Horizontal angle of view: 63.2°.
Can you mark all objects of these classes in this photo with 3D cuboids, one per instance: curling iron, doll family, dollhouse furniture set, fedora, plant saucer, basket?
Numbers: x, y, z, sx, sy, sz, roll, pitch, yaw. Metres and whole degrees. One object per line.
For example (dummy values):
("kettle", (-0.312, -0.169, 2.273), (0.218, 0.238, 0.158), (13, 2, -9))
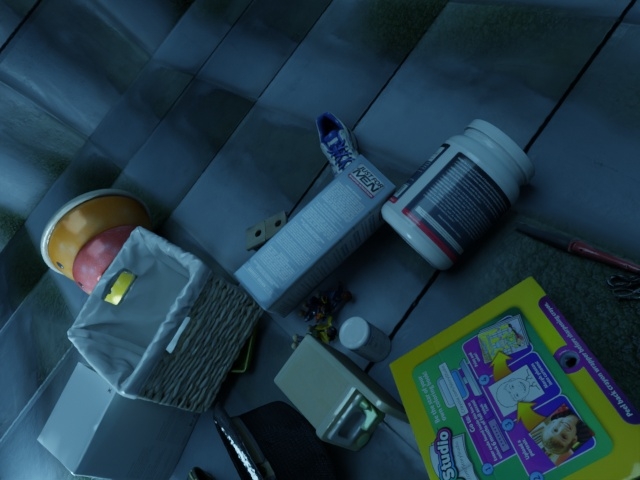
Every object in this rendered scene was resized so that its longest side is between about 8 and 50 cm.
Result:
("curling iron", (0.471, 0.025, 0.959), (0.068, 0.035, 0.274), (-50, 46, 0))
("doll family", (0.007, 0.177, 1.189), (0.111, 0.076, 0.193), (-16, 58, 53))
("dollhouse furniture set", (-0.096, 0.049, 1.309), (0.129, 0.129, 0.184), (-25, 50, 23))
("fedora", (-0.072, 0.434, 1.009), (0.152, 0.334, 0.334), (-26, 41, -22))
("plant saucer", (-0.233, 0.253, 1.347), (0.188, 0.045, 0.188), (-9, 59, 33))
("basket", (-0.367, 0.193, 1.268), (0.331, 0.266, 0.328), (22, 78, 44))

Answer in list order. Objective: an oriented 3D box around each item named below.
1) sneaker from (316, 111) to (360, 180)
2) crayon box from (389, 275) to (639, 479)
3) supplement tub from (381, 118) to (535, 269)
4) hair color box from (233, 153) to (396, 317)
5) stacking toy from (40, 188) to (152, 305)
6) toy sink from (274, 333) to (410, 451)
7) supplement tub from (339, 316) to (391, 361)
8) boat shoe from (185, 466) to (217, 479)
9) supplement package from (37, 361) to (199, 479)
("sneaker", (0.052, -0.216, 1.360), (0.111, 0.131, 0.296), (-33, 50, 14))
("crayon box", (0.307, 0.279, 0.834), (0.313, 0.106, 0.363), (-37, 34, 15))
("supplement tub", (0.278, -0.091, 1.068), (0.272, 0.191, 0.191), (-46, 46, 5))
("hair color box", (0.000, 0.000, 1.167), (0.374, 0.185, 0.113), (-43, 75, -3))
("stacking toy", (-0.591, 0.103, 1.575), (0.350, 0.350, 0.480), (-47, 61, 4))
("toy sink", (0.044, 0.318, 1.024), (0.234, 0.153, 0.131), (34, 87, 43))
("supplement tub", (0.093, 0.207, 1.084), (0.071, 0.107, 0.071), (-18, 54, 27))
("boat shoe", (-0.206, 0.558, 1.083), (0.305, 0.109, 0.091), (-3, 60, 48))
("supplement package", (-0.481, 0.448, 1.264), (0.198, 0.262, 0.199), (10, 70, 40))
